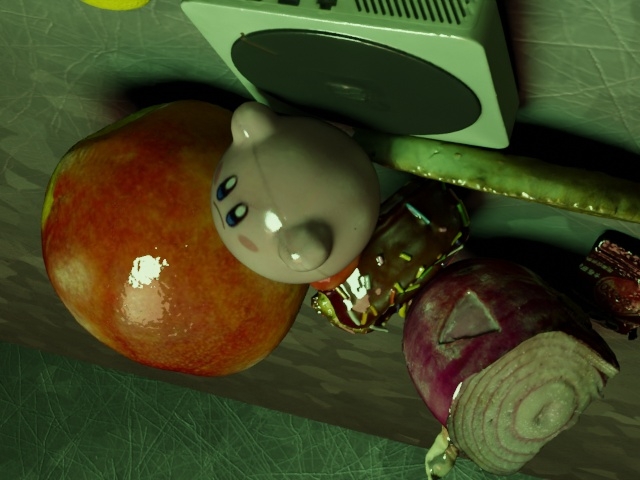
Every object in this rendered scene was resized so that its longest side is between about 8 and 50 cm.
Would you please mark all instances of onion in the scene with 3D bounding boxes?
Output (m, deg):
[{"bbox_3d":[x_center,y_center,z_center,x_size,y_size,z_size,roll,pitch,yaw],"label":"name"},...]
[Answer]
[{"bbox_3d":[0.208,0.133,1.388,0.272,0.230,0.256,-23,129,-4],"label":"onion"}]

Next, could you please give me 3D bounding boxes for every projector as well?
[{"bbox_3d":[0.039,-0.168,1.005,0.257,0.079,0.259,11,170,17],"label":"projector"}]

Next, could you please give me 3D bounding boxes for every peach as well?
[{"bbox_3d":[-0.151,0.004,1.297,0.308,0.308,0.332,-4,123,45],"label":"peach"}]

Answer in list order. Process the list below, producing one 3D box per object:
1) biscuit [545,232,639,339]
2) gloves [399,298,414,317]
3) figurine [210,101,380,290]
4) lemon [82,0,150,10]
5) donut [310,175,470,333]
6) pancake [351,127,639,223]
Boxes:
[{"bbox_3d":[0.362,0.067,1.406,0.151,0.063,0.235,30,164,-2],"label":"biscuit"},{"bbox_3d":[0.000,0.001,1.491,0.294,0.116,0.133,20,154,12],"label":"gloves"},{"bbox_3d":[-0.026,-0.040,1.100,0.173,0.173,0.173,15,160,6],"label":"figurine"},{"bbox_3d":[-0.181,-0.244,1.002,0.111,0.082,0.082,14,160,-3],"label":"lemon"},{"bbox_3d":[0.082,0.023,1.287,0.096,0.216,0.230,47,160,12],"label":"donut"},{"bbox_3d":[0.207,-0.066,1.160,0.376,0.054,0.197,13,-177,-2],"label":"pancake"}]
